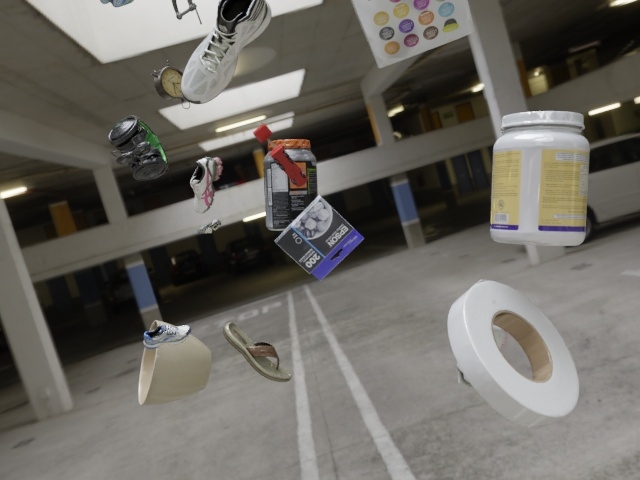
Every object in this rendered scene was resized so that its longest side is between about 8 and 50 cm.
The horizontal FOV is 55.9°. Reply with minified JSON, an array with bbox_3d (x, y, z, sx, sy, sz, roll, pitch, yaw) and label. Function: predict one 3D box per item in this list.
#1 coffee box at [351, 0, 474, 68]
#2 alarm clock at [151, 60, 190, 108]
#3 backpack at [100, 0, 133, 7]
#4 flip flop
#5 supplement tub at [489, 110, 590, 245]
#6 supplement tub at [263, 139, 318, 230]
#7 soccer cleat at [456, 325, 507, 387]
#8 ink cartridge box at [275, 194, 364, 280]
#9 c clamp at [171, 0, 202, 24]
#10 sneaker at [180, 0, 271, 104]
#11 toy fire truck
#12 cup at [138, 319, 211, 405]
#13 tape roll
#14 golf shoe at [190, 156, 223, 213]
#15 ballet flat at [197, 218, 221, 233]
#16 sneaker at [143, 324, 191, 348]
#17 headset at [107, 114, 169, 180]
[{"bbox_3d":[0.279,-0.842,1.981,0.337,0.334,0.338,-17,49,15],"label":"coffee box"},{"bbox_3d":[-0.582,-0.602,2.392,0.064,0.192,0.129,-12,34,43],"label":"alarm clock"},{"bbox_3d":[-0.602,-0.740,1.771,0.114,0.084,0.105,-30,-2,-25],"label":"backpack"},{"bbox_3d":[-0.198,0.357,1.967,0.080,0.277,0.112,-48,-8,8],"label":"flip flop"},{"bbox_3d":[0.573,-0.157,1.584,0.241,0.331,0.241,2,3,0],"label":"supplement tub"},{"bbox_3d":[-0.106,-0.197,2.165,0.193,0.316,0.193,-2,3,0],"label":"supplement tub"},{"bbox_3d":[0.505,0.368,1.902,0.116,0.143,0.331,16,-30,10],"label":"soccer cleat"},{"bbox_3d":[0.000,0.000,1.905,0.206,0.208,0.045,-46,16,8],"label":"ink cartridge box"},{"bbox_3d":[-0.444,-0.762,1.962,0.022,0.137,0.160,-24,22,-32],"label":"c clamp"},{"bbox_3d":[-0.350,-0.673,2.031,0.447,0.169,0.257,-53,-3,5],"label":"sneaker"},{"bbox_3d":[-0.121,-0.258,1.837,0.047,0.192,0.135,-39,31,5],"label":"toy fire truck"},{"bbox_3d":[-0.571,0.499,2.407,0.236,0.331,0.331,12,-7,-21],"label":"cup"},{"bbox_3d":[0.497,0.283,1.556,0.392,0.392,0.072,-22,-21,-48],"label":"tape roll"},{"bbox_3d":[-0.353,-0.163,1.777,0.086,0.186,0.067,-7,38,-41],"label":"golf shoe"},{"bbox_3d":[-0.452,-0.053,2.485,0.041,0.041,0.114,-12,19,48],"label":"ballet flat"},{"bbox_3d":[-0.431,0.263,1.697,0.135,0.058,0.052,-16,41,-16],"label":"sneaker"},{"bbox_3d":[-0.641,-0.340,2.187,0.185,0.243,0.394,-28,16,12],"label":"headset"}]
